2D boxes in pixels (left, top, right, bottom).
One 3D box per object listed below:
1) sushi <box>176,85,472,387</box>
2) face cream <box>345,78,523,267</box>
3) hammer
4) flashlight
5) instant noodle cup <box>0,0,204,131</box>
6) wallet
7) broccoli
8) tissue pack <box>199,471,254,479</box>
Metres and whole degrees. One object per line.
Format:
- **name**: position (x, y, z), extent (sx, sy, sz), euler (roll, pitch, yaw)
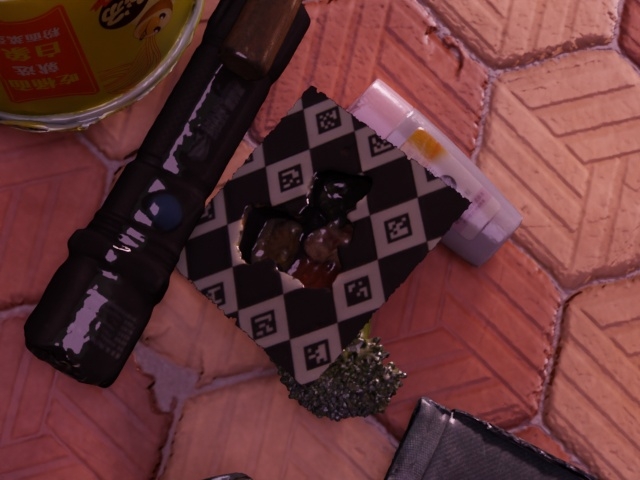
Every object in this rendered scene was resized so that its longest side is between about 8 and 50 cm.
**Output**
- **sushi**: position (0.000, 0.000, 1.386), extent (0.219, 0.047, 0.231), euler (-49, 53, -2)
- **face cream**: position (0.102, -0.063, 1.449), extent (0.198, 0.057, 0.084), euler (41, 88, -1)
- **hammer**: position (0.008, -0.336, 1.434), extent (0.168, 0.044, 0.440), euler (25, 66, 0)
- **flashlight**: position (-0.135, -0.061, 1.401), extent (0.103, 0.103, 0.424), euler (30, 78, -3)
- **instant noodle cup**: position (-0.258, -0.271, 1.325), extent (0.311, 0.221, 0.311), euler (-1, 77, 3)
- **wallet**: position (0.198, 0.322, 1.402), extent (0.342, 0.075, 0.237), euler (27, 73, -1)
- **broccoli**: position (0.032, 0.068, 1.412), extent (0.118, 0.122, 0.204), euler (27, 65, -18)
- **tissue pack**: position (-0.092, 0.408, 1.219), extent (0.205, 0.332, 0.405), euler (-16, 84, -5)
